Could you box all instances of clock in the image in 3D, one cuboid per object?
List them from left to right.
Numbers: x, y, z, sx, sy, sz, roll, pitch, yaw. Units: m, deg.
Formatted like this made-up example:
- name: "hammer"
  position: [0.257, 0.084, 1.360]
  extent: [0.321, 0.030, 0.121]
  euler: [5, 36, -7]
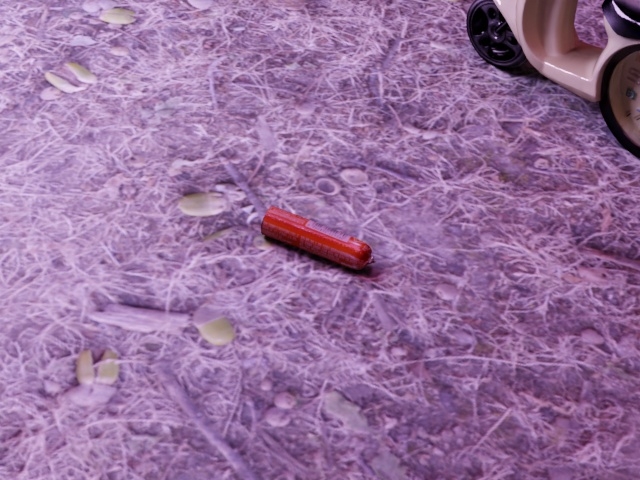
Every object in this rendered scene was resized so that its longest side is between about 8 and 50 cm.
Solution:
- name: "clock"
  position: [0.354, -0.258, 1.675]
  extent: [0.379, 0.276, 0.120]
  euler: [36, 48, 22]

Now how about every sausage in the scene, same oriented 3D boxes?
- name: "sausage"
  position: [0.000, 0.000, 1.510]
  extent: [0.129, 0.034, 0.034]
  euler: [21, 44, 13]
